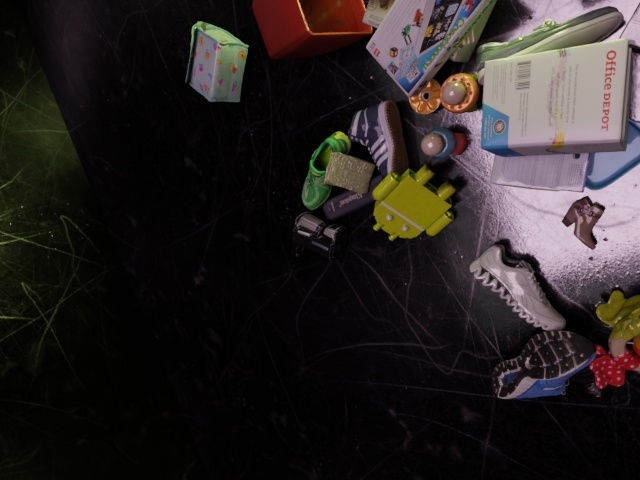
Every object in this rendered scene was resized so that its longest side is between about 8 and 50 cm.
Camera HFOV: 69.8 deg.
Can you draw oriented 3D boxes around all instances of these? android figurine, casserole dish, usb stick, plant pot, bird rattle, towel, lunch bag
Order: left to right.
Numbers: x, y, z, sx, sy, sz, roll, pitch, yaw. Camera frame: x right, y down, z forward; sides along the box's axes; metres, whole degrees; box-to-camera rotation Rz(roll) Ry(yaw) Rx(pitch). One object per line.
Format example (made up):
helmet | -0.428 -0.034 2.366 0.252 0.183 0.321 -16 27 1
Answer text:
lunch bag | -0.401 -0.659 1.687 0.262 0.160 0.223 42 129 32
plant pot | -0.050 -0.680 1.364 0.236 0.267 0.267 -17 94 50
towel | 0.092 -0.215 1.457 0.148 0.027 0.110 15 106 -1
usb stick | 0.121 -0.141 1.534 0.278 0.045 0.077 -23 91 39
android figurine | 0.270 -0.102 1.371 0.248 0.056 0.273 33 126 -17
casserole dish | 0.690 -0.204 1.097 0.114 0.037 0.188 52 127 11
bird rattle | 0.781 0.264 1.131 0.207 0.143 0.253 3 110 19

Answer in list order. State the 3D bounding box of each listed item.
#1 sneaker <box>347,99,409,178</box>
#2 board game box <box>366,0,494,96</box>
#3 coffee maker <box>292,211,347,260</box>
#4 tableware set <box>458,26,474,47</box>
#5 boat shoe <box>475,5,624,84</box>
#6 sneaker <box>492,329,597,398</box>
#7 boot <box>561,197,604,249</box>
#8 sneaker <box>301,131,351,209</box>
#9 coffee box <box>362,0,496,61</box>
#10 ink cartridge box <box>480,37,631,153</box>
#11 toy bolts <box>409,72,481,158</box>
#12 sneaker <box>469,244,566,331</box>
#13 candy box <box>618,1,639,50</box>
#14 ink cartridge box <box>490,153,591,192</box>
sneaker | 0.177 -0.277 1.417 0.153 0.099 0.282 0 106 40
board game box | 0.260 -0.535 1.124 0.193 0.053 0.305 54 136 13
coffee maker | 0.000 0.000 1.642 0.178 0.120 0.171 26 143 29
tableware set | 0.325 -0.543 1.115 0.104 0.024 0.154 1 108 44
boat shoe | 0.522 -0.478 1.084 0.319 0.116 0.099 -16 75 37
sneaker | 0.626 0.348 1.261 0.330 0.147 0.130 122 154 -50
boot | 0.676 -0.046 1.156 0.118 0.042 0.087 48 125 14
sneaker | -0.006 -0.234 1.548 0.109 0.123 0.295 39 125 20
coffee box | 0.281 -0.609 1.215 0.297 0.119 0.168 35 123 22
ink cartridge box | 0.525 -0.298 1.021 0.270 0.197 0.198 5 95 36
toy bolts | 0.313 -0.340 1.253 0.218 0.158 0.228 17 114 32
sneaker | 0.558 0.131 1.267 0.292 0.110 0.118 43 116 18
candy box | 0.698 -0.499 0.916 0.071 0.159 0.233 33 121 23
ink cartridge box | 0.560 -0.239 1.151 0.224 0.045 0.223 14 101 35
